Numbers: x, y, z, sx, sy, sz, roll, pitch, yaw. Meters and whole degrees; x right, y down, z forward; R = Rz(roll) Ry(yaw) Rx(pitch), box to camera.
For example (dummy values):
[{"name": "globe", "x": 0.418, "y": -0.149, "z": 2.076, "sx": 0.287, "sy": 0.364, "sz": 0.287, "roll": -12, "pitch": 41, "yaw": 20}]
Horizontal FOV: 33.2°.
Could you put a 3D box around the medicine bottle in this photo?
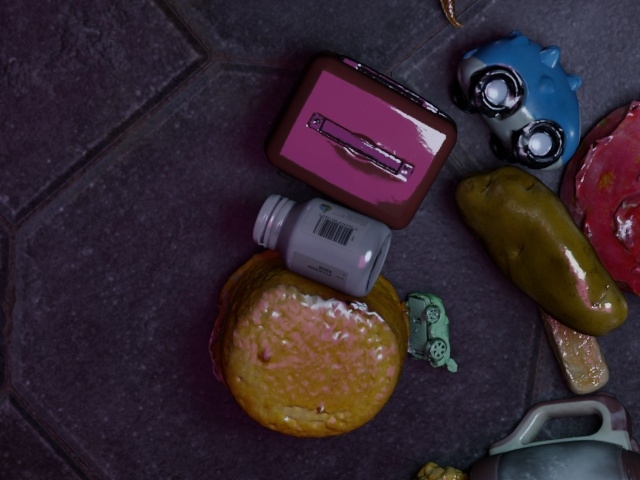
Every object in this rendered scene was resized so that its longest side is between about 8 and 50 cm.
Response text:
[{"name": "medicine bottle", "x": 0.000, "y": 0.000, "z": 1.817, "sx": 0.215, "sy": 0.135, "sz": 0.135, "roll": 22, "pitch": 102, "yaw": 12}]

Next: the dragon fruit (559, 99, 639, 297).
[{"name": "dragon fruit", "x": 0.614, "y": -0.061, "z": 1.851, "sx": 0.371, "sy": 0.249, "sz": 0.386, "roll": 27, "pitch": 103, "yaw": -10}]

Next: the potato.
[{"name": "potato", "x": 0.381, "y": 0.014, "z": 1.843, "sx": 0.369, "sy": 0.176, "sz": 0.195, "roll": 50, "pitch": 131, "yaw": 18}]

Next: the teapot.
[{"name": "teapot", "x": 0.452, "y": 0.434, "z": 1.944, "sx": 0.312, "sy": 0.315, "sz": 0.233, "roll": -20, "pitch": 145, "yaw": 22}]

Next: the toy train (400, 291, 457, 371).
[{"name": "toy train", "x": 0.201, "y": 0.169, "z": 1.975, "sx": 0.081, "sy": 0.099, "sz": 0.149, "roll": -5, "pitch": 96, "yaw": -33}]

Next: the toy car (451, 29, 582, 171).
[{"name": "toy car", "x": 0.352, "y": -0.243, "z": 1.833, "sx": 0.190, "sy": 0.188, "sz": 0.255, "roll": -40, "pitch": 99, "yaw": 0}]

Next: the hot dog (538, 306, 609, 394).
[{"name": "hot dog", "x": 0.457, "y": 0.163, "z": 1.976, "sx": 0.084, "sy": 0.073, "sz": 0.242, "roll": -23, "pitch": 98, "yaw": 1}]

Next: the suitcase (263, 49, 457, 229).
[{"name": "suitcase", "x": 0.070, "y": -0.174, "z": 1.860, "sx": 0.297, "sy": 0.161, "sz": 0.236, "roll": 28, "pitch": 102, "yaw": -5}]

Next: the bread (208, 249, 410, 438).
[{"name": "bread", "x": -0.023, "y": 0.185, "z": 1.919, "sx": 0.358, "sy": 0.204, "sz": 0.336, "roll": 13, "pitch": 97, "yaw": -1}]

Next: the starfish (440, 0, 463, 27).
[{"name": "starfish", "x": 0.237, "y": -0.485, "z": 1.847, "sx": 0.238, "sy": 0.057, "sz": 0.213, "roll": 24, "pitch": 94, "yaw": -6}]

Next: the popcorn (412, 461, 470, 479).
[{"name": "popcorn", "x": 0.204, "y": 0.517, "z": 2.025, "sx": 0.163, "sy": 0.140, "sz": 0.194, "roll": -2, "pitch": 113, "yaw": -8}]
